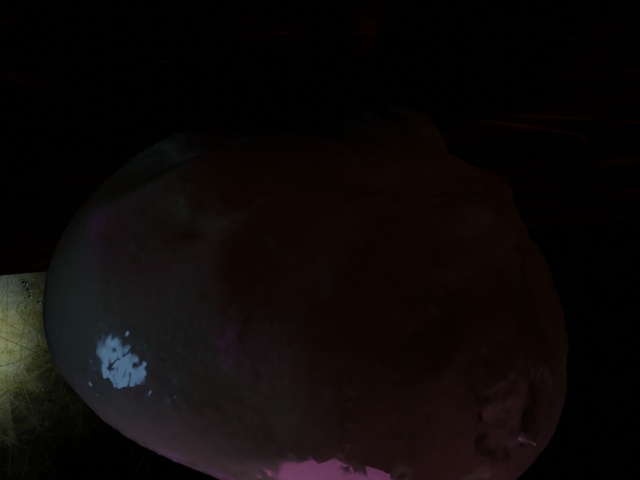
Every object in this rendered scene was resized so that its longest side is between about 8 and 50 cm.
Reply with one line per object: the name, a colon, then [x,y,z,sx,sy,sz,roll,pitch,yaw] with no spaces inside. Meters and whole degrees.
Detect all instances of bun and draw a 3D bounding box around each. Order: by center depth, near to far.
bun: [0.002,0.012,0.517,0.283,0.179,0.283,13,-172,-2]
